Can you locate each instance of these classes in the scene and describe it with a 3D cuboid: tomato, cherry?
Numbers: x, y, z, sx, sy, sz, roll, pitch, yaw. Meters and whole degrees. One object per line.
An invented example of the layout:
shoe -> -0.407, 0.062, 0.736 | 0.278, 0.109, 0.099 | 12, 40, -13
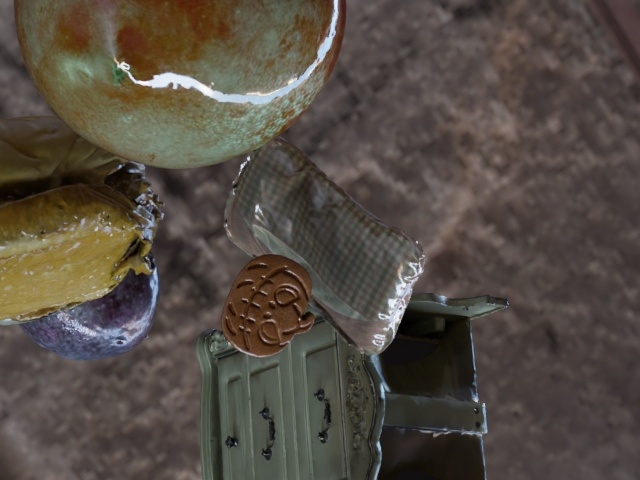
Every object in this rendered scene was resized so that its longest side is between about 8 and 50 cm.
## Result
tomato -> -0.120, -0.184, 1.417 | 0.270, 0.270, 0.222 | -27, -167, 32
cherry -> -0.296, 0.063, 2.187 | 0.195, 0.195, 0.195 | -33, -168, 8

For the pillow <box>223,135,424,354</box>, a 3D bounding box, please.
pillow -> -0.001, 0.002, 1.591 | 0.034, 0.211, 0.135 | -26, 146, -47

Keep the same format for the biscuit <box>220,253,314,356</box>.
biscuit -> -0.042, 0.058, 1.515 | 0.015, 0.078, 0.091 | 164, -53, -82

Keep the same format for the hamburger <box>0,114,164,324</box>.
hamburger -> -0.307, -0.011, 1.713 | 0.319, 0.158, 0.318 | -12, 163, -4

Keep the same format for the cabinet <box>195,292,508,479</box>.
cabinet -> 0.042, 0.216, 1.987 | 0.227, 0.289, 0.318 | 10, 159, -38
